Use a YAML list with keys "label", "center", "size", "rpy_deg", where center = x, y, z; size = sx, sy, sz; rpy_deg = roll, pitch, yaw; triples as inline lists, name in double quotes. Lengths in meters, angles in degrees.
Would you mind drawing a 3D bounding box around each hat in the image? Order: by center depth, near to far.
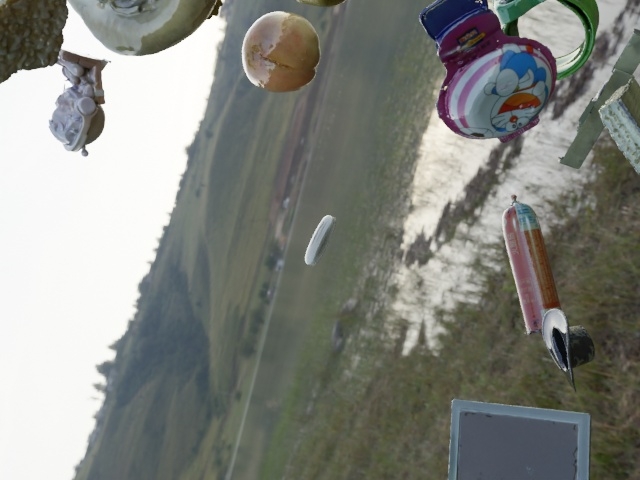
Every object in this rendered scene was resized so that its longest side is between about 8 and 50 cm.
- label: "hat"
  center: [0.359, 0.154, 1.013]
  size: [0.121, 0.050, 0.121]
  rpy_deg: [-13, -90, -88]

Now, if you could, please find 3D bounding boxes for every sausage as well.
- label: "sausage"
  center: [0.391, 0.040, 1.323]
  size: [0.083, 0.083, 0.264]
  rpy_deg: [116, 143, -78]

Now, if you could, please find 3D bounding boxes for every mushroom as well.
- label: "mushroom"
  center: [-0.164, -0.243, 0.629]
  size: [0.122, 0.154, 0.154]
  rpy_deg: [-60, -14, -71]

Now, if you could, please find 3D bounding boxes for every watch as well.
- label: "watch"
  center: [0.327, -0.306, 0.989]
  size: [0.165, 0.152, 0.131]
  rpy_deg: [-20, 24, 35]

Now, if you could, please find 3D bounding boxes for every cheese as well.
- label: "cheese"
  center: [0.202, -0.202, 0.858]
  size: [0.244, 0.155, 0.062]
  rpy_deg: [45, -158, -42]

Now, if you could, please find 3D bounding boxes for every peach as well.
- label: "peach"
  center: [-0.090, -0.418, 1.593]
  size: [0.184, 0.184, 0.184]
  rpy_deg: [-166, 90, -87]

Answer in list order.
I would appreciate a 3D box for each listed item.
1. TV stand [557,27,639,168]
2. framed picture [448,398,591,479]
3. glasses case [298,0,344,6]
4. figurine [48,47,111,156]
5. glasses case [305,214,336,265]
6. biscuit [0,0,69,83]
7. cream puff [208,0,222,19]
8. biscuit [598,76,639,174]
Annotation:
- label: "TV stand"
  center: [0.456, -0.220, 1.150]
  size: [0.042, 0.036, 0.249]
  rpy_deg: [-66, -4, -50]
- label: "framed picture"
  center: [0.271, 0.369, 0.992]
  size: [0.216, 0.016, 0.274]
  rpy_deg: [-3, 76, 42]
- label: "glasses case"
  center: [-0.014, -0.509, 0.941]
  size: [0.173, 0.141, 0.371]
  rpy_deg: [-51, -28, -35]
- label: "figurine"
  center: [-0.542, -0.301, 1.563]
  size: [0.162, 0.141, 0.237]
  rpy_deg: [33, 119, 49]
- label: "glasses case"
  center: [0.000, 0.000, 1.103]
  size: [0.083, 0.021, 0.032]
  rpy_deg: [-65, 25, 0]
- label: "biscuit"
  center: [-0.548, -0.372, 1.304]
  size: [0.265, 0.040, 0.188]
  rpy_deg: [-46, -16, 3]
- label: "cream puff"
  center: [-0.205, -0.420, 1.226]
  size: [0.058, 0.083, 0.083]
  rpy_deg: [-44, -68, -48]
- label: "biscuit"
  center: [0.404, -0.137, 0.891]
  size: [0.040, 0.121, 0.199]
  rpy_deg: [-37, -2, 34]
